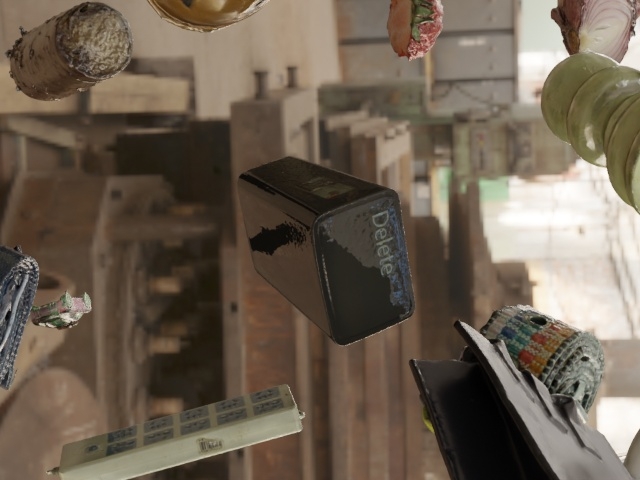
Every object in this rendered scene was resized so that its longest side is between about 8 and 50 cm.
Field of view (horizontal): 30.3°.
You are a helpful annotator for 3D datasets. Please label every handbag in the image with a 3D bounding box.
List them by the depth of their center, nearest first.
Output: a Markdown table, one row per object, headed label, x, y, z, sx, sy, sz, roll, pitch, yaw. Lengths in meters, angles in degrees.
| label | x | y | z | sx | sy | sz | roll | pitch | yaw |
| --- | --- | --- | --- | --- | --- | --- | --- | --- | --- |
| handbag | 0.241 | 0.262 | 1.219 | 0.303 | 0.122 | 0.329 | 38 | 18 | -35 |

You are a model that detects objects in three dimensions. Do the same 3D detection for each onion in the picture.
| label | x | y | z | sx | sy | sz | roll | pitch | yaw |
| --- | --- | --- | --- | --- | --- | --- | --- | --- | --- |
| onion | 0.427 | -0.356 | 1.845 | 0.098 | 0.151 | 0.206 | 44 | -23 | 38 |

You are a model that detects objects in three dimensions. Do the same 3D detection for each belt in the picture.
| label | x | y | z | sx | sy | sz | roll | pitch | yaw |
| --- | --- | --- | --- | --- | --- | --- | --- | --- | --- |
| belt | -0.497 | 0.105 | 1.701 | 0.122 | 0.128 | 0.218 | -1 | 113 | -69 |
| belt | 0.343 | 0.216 | 1.837 | 0.207 | 0.160 | 0.295 | -53 | 148 | -12 |

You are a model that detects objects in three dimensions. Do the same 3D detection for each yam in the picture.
| label | x | y | z | sx | sy | sz | roll | pitch | yaw |
| --- | --- | --- | --- | --- | --- | --- | --- | --- | --- |
| yam | -0.378 | -0.276 | 1.760 | 0.279 | 0.131 | 0.131 | 0 | -88 | 62 |

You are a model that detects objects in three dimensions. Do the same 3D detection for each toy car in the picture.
| label | x | y | z | sx | sy | sz | roll | pitch | yaw |
| --- | --- | --- | --- | --- | --- | --- | --- | --- | --- |
| toy car | -0.415 | 0.116 | 1.898 | 0.142 | 0.069 | 0.055 | 14 | 57 | -80 |

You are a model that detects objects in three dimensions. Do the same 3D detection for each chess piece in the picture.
| label | x | y | z | sx | sy | sz | roll | pitch | yaw |
| --- | --- | --- | --- | --- | --- | --- | --- | --- | --- |
| chess piece | 0.328 | -0.128 | 1.272 | 0.251 | 0.144 | 0.144 | -126 | -153 | -57 |

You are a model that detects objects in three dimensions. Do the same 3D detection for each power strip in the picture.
| label | x | y | z | sx | sy | sz | roll | pitch | yaw |
| --- | --- | --- | --- | --- | --- | --- | --- | --- | --- |
| power strip | -0.202 | 0.277 | 1.649 | 0.106 | 0.367 | 0.043 | -130 | -154 | -76 |

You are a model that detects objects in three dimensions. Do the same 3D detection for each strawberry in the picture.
| label | x | y | z | sx | sy | sz | roll | pitch | yaw |
| --- | --- | --- | --- | --- | --- | --- | --- | --- | --- |
| strawberry | 0.163 | -0.385 | 2.082 | 0.187 | 0.082 | 0.147 | -168 | -99 | -74 |

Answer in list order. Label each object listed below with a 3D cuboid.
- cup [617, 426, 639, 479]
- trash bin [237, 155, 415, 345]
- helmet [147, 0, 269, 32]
| label | x | y | z | sx | sy | sz | roll | pitch | yaw |
| --- | --- | --- | --- | --- | --- | --- | --- | --- | --- |
| cup | 0.459 | 0.386 | 1.680 | 0.274 | 0.259 | 0.357 | 0 | 110 | -53 |
| trash bin | 0.000 | 0.000 | 1.410 | 0.225 | 0.115 | 0.165 | 32 | -42 | 57 |
| helmet | -0.105 | -0.346 | 1.335 | 0.130 | 0.198 | 0.224 | 21 | -82 | 60 |
